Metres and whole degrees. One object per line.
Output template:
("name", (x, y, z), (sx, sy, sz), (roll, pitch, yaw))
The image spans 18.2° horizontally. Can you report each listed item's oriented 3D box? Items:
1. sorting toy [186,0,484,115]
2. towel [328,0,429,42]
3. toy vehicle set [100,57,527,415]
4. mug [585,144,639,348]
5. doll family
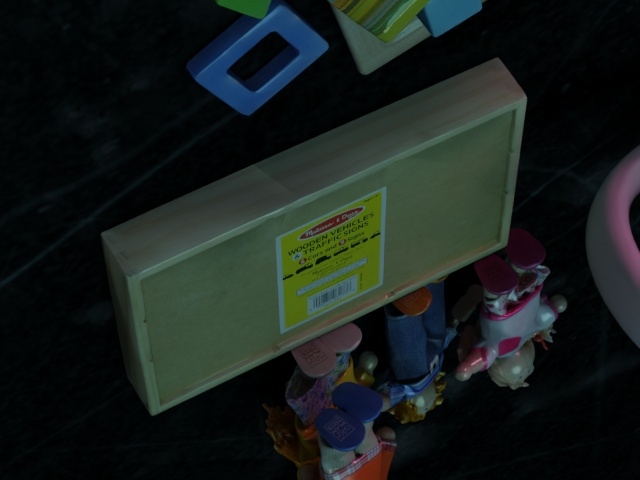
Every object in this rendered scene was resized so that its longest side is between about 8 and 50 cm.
("sorting toy", (0.085, -0.172, 1.033), (0.348, 0.047, 0.196), (-32, 151, -3))
("towel", (-0.005, -0.181, 0.915), (0.102, 0.021, 0.237), (-46, 137, 11))
("toy vehicle set", (0.000, 0.000, 1.222), (0.267, 0.035, 0.166), (-25, 150, -16))
("mug", (0.340, -0.005, 1.256), (0.374, 0.328, 0.276), (-17, 147, -27))
("doll family", (0.048, 0.091, 1.361), (0.263, 0.118, 0.163), (-41, 150, -26))
